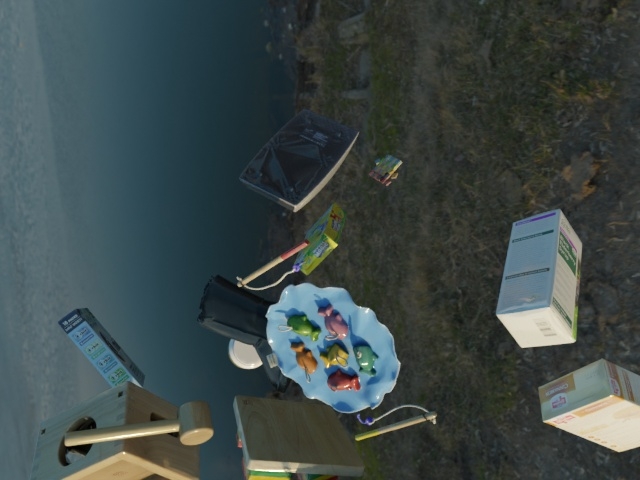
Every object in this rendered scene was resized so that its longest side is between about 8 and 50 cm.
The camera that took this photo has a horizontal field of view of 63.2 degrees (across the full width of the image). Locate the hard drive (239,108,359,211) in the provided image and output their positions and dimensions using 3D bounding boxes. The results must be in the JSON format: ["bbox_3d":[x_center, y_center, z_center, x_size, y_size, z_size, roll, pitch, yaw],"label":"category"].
[{"bbox_3d":[-0.043,-0.180,1.168,0.171,0.255,0.054,27,151,20],"label":"hard drive"}]

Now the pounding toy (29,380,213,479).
[{"bbox_3d":[-0.205,0.204,0.565,0.205,0.181,0.094,-27,45,12],"label":"pounding toy"}]

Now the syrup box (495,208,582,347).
[{"bbox_3d":[0.387,0.062,0.910,0.096,0.237,0.093,-19,121,43],"label":"syrup box"}]

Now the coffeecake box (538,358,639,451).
[{"bbox_3d":[0.499,0.288,0.893,0.142,0.185,0.068,-49,23,45],"label":"coffeecake box"}]

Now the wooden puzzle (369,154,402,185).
[{"bbox_3d":[0.113,-0.126,0.907,0.049,0.006,0.083,-48,32,2],"label":"wooden puzzle"}]

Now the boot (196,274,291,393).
[{"bbox_3d":[-0.139,0.187,1.042,0.207,0.094,0.247,19,133,11],"label":"boot"}]

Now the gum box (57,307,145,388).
[{"bbox_3d":[-0.406,0.210,0.980,0.184,0.041,0.157,51,163,-6],"label":"gum box"}]

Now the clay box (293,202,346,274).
[{"bbox_3d":[0.000,0.000,1.375,0.053,0.222,0.127,38,118,-11],"label":"clay box"}]

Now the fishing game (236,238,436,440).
[{"bbox_3d":[0.003,0.136,0.627,0.189,0.041,0.264,-30,97,39],"label":"fishing game"}]

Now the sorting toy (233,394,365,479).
[{"bbox_3d":[-0.066,0.468,1.183,0.257,0.255,0.090,-142,65,-70],"label":"sorting toy"}]

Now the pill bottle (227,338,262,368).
[{"bbox_3d":[-0.208,0.312,1.509,0.208,0.119,0.119,130,126,-73],"label":"pill bottle"}]
